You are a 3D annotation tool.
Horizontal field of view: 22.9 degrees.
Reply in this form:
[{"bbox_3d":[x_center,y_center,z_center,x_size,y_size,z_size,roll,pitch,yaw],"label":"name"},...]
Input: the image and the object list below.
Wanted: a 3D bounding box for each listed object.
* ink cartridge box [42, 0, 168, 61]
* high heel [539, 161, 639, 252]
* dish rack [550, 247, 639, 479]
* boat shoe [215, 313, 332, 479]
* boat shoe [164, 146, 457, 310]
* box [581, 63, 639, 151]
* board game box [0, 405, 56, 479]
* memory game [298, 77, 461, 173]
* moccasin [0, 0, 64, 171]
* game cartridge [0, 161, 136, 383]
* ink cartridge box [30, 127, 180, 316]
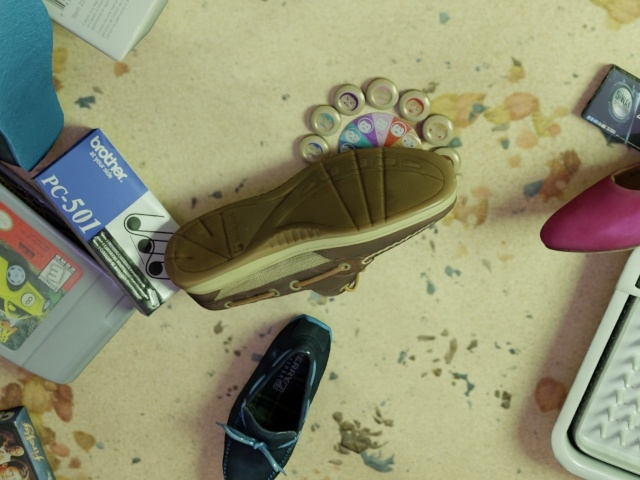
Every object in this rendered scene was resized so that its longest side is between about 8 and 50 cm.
[{"bbox_3d":[-0.272,-0.371,1.664,0.306,0.131,0.226,34,116,-3],"label":"ink cartridge box"},{"bbox_3d":[0.386,-0.121,1.655,0.377,0.127,0.181,-23,111,7],"label":"high heel"},{"bbox_3d":[0.438,0.153,1.788,0.285,0.072,0.333,20,115,1],"label":"dish rack"},{"bbox_3d":[-0.067,0.206,1.897,0.109,0.089,0.258,18,115,3],"label":"boat shoe"},{"bbox_3d":[0.000,0.000,1.784,0.342,0.123,0.123,-21,139,9],"label":"boat shoe"},{"bbox_3d":[0.334,-0.142,1.709,0.083,0.018,0.067,31,116,-3],"label":"box"},{"bbox_3d":[-0.418,0.341,2.049,0.165,0.042,0.243,-13,110,16],"label":"board game box"},{"bbox_3d":[0.067,-0.094,1.784,0.186,0.012,0.186,4,114,10],"label":"memory game"},{"bbox_3d":[-0.362,-0.178,1.688,0.117,0.138,0.342,31,154,10],"label":"moccasin"},{"bbox_3d":[-0.374,0.035,1.905,0.294,0.060,0.196,39,118,-7],"label":"game cartridge"},{"bbox_3d":[-0.231,-0.021,1.831,0.097,0.046,0.207,-40,102,-12],"label":"ink cartridge box"}]
